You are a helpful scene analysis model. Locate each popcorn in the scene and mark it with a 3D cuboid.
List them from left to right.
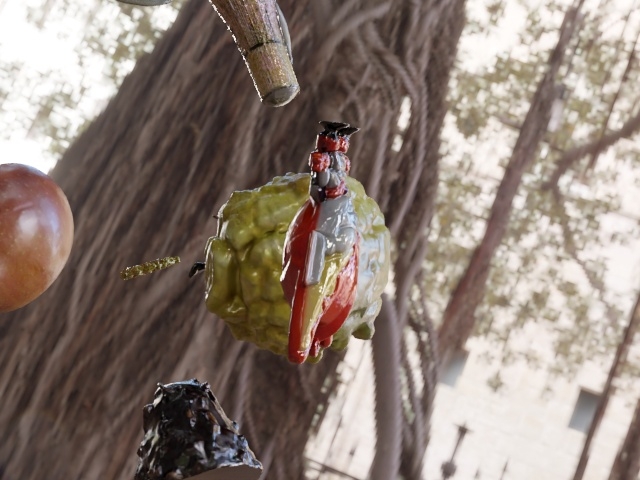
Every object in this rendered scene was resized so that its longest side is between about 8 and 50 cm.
[{"bbox_3d":[-0.034,0.025,1.318,0.225,0.249,0.249,0,-25,38],"label":"popcorn"}]

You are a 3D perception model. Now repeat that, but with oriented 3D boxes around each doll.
[{"bbox_3d":[0.000,0.000,0.795,0.057,0.169,0.109,1,1,11],"label":"doll"}]

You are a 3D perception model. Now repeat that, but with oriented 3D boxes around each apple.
[{"bbox_3d":[-0.395,0.000,1.338,0.201,0.201,0.162,-1,-63,59],"label":"apple"}]

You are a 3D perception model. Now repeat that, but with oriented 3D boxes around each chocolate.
[{"bbox_3d":[-0.150,0.226,1.277,0.156,0.133,0.156,-14,-24,-6],"label":"chocolate"}]

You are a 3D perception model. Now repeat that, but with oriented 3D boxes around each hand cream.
[{"bbox_3d":[-0.075,-0.245,1.258,0.084,0.203,0.084,-19,-18,-6],"label":"hand cream"}]

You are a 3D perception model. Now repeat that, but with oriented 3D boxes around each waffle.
[{"bbox_3d":[-0.230,0.037,1.456,0.078,0.016,0.085,-15,1,-33],"label":"waffle"}]

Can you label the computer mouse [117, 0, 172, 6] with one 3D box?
[{"bbox_3d":[-0.176,-0.254,0.550,0.331,0.197,0.095,38,-36,-25],"label":"computer mouse"}]
